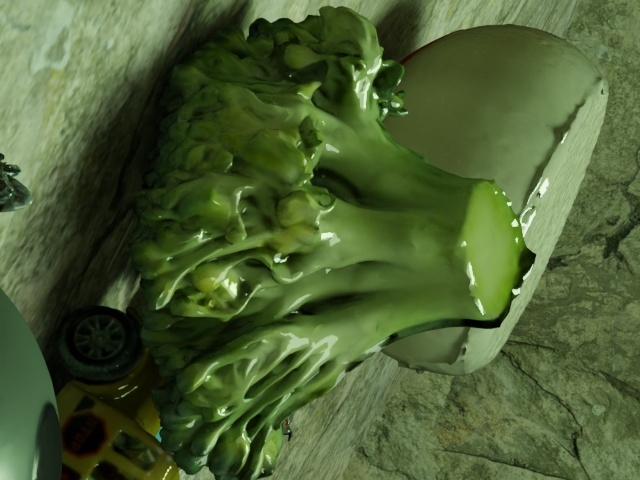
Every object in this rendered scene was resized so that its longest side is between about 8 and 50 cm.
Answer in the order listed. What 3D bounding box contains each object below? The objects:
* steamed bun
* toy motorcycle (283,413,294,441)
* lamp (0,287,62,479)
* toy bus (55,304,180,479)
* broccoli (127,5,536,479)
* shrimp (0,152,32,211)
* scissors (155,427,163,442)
[{"bbox_3d":[0.132,-0.055,1.265,0.374,0.241,0.374,-54,162,-27],"label":"steamed bun"},{"bbox_3d":[-0.062,0.187,1.389,0.212,0.084,0.118,109,5,-57],"label":"toy motorcycle"},{"bbox_3d":[-0.173,0.055,0.357,0.197,0.198,0.243,-52,156,-41],"label":"lamp"},{"bbox_3d":[-0.184,0.201,0.767,0.335,0.123,0.121,-55,167,-30],"label":"toy bus"},{"bbox_3d":[0.000,0.000,0.768,0.248,0.246,0.288,-34,121,-63],"label":"broccoli"},{"bbox_3d":[-0.187,0.035,0.566,0.082,0.076,0.174,-123,-134,-55],"label":"shrimp"},{"bbox_3d":[-0.155,0.150,1.006,0.180,0.032,0.392,-50,165,-46],"label":"scissors"}]
